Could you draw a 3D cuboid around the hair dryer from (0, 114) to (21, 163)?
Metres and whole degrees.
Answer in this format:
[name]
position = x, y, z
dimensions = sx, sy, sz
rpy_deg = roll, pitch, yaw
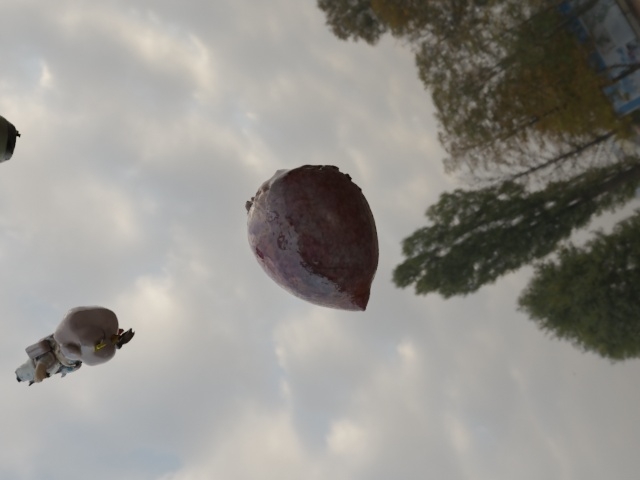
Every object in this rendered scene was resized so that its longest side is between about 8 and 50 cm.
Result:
[hair dryer]
position = -0.498, -0.118, 0.780
dimensions = 0.219, 0.224, 0.088
rpy_deg = 25, -124, -58

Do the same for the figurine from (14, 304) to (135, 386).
[figurine]
position = -0.430, 0.180, 1.209
dimensions = 0.112, 0.229, 0.137
rpy_deg = 62, -170, 3

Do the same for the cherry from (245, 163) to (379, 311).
[cherry]
position = 0.000, 0.000, 1.039
dimensions = 0.192, 0.175, 0.250
rpy_deg = -23, -103, -33
